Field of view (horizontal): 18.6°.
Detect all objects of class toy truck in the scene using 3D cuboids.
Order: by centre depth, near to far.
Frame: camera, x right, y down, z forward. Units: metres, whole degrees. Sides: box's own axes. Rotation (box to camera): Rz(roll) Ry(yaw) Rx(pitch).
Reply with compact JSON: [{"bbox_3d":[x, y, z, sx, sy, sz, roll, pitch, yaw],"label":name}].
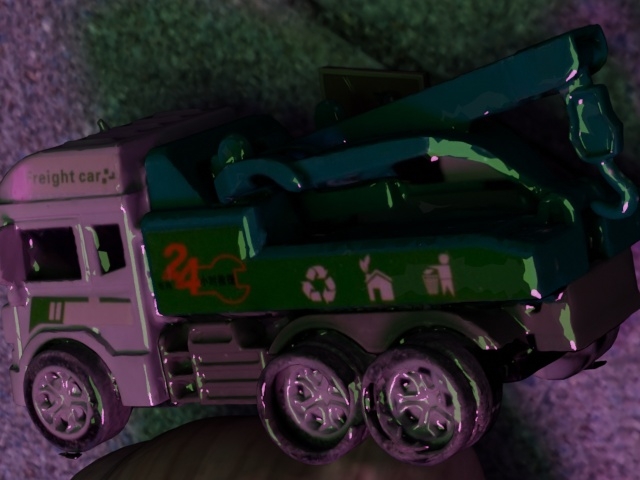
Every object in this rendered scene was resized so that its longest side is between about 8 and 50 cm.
[{"bbox_3d":[0.000,0.007,0.988,0.363,0.176,0.178,-7,99,35],"label":"toy truck"}]

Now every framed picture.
[{"bbox_3d":[0.032,-0.049,1.042,0.066,0.006,0.089,6,116,32],"label":"framed picture"}]

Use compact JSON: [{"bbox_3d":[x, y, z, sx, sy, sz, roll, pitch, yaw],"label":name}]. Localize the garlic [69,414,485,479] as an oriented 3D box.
[{"bbox_3d":[-0.029,0.231,1.060,0.317,0.259,0.317,13,134,14],"label":"garlic"}]
